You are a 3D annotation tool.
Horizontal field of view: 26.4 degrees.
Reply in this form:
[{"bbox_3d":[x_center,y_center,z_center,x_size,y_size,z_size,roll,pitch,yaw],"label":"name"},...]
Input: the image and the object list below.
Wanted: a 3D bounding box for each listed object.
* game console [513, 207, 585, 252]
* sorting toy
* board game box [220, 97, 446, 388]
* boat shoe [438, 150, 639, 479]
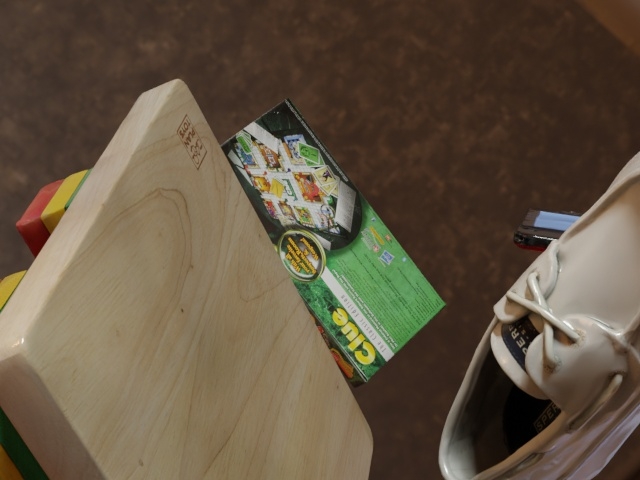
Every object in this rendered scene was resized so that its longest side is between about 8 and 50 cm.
[{"bbox_3d":[0.204,-0.036,0.942,0.124,0.085,0.144,9,10,11],"label":"game console"},{"bbox_3d":[-0.077,0.092,0.675,0.255,0.089,0.257,63,20,-23],"label":"sorting toy"},{"bbox_3d":[0.000,0.000,1.310,0.260,0.136,0.030,53,-38,-3],"label":"board game box"},{"bbox_3d":[0.131,0.049,0.711,0.096,0.088,0.267,67,-29,30],"label":"boat shoe"}]
